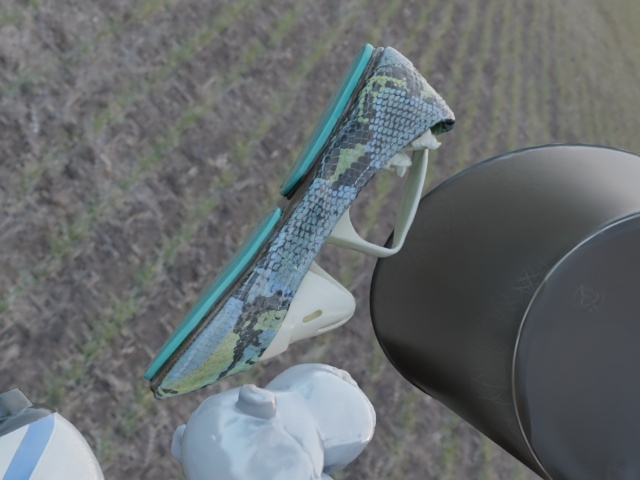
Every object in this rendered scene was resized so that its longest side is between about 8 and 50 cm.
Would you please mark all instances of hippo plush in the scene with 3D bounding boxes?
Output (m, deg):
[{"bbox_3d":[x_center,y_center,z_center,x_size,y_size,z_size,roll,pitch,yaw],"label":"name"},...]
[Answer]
[{"bbox_3d":[-0.029,0.235,0.963,0.294,0.234,0.237,-25,74,-44],"label":"hippo plush"}]

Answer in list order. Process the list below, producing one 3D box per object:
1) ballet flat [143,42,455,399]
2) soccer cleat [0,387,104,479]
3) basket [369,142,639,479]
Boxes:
[{"bbox_3d":[0.000,0.000,0.507,0.070,0.188,0.070,31,-15,9],"label":"ballet flat"},{"bbox_3d":[-0.238,0.202,0.613,0.331,0.116,0.143,-30,81,-41],"label":"soccer cleat"},{"bbox_3d":[0.133,0.037,0.558,0.227,0.204,0.154,-110,-173,-83],"label":"basket"}]
